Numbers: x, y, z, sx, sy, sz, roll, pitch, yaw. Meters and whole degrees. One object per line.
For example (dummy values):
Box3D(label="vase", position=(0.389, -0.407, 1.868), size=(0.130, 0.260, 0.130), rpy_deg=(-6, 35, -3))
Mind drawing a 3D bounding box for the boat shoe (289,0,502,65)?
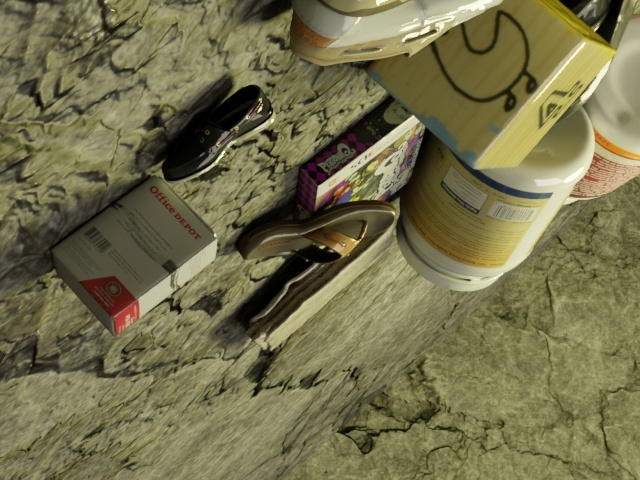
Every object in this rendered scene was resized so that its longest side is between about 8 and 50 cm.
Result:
Box3D(label="boat shoe", position=(0.084, -0.250, 1.235), size=(0.302, 0.113, 0.103), rpy_deg=(-16, 150, -41))

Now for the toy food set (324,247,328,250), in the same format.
Box3D(label="toy food set", position=(0.024, -0.016, 1.820), size=(0.083, 0.020, 0.082), rpy_deg=(-32, 160, -41))

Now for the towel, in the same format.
Box3D(label="towel", position=(0.001, 0.064, 1.870), size=(0.282, 0.049, 0.187), rpy_deg=(-40, 172, -5))

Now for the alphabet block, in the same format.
Box3D(label="alphabet block", position=(0.209, -0.218, 1.469), size=(0.197, 0.192, 0.193), rpy_deg=(-52, 165, 19))

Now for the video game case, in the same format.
Box3D(label="video game case", position=(0.054, -0.090, 1.665), size=(0.210, 0.042, 0.232), rpy_deg=(-37, 163, -20))

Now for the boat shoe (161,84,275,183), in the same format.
Box3D(label="boat shoe", position=(-0.108, -0.107, 1.216), size=(0.133, 0.049, 0.042), rpy_deg=(-37, 136, -6))

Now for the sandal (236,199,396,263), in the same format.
Box3D(label="sandal", position=(0.000, 0.000, 1.595), size=(0.219, 0.060, 0.090), rpy_deg=(-12, 156, -23))

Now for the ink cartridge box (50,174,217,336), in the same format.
Box3D(label="ink cartridge box", position=(-0.185, 0.014, 1.215), size=(0.135, 0.099, 0.056), rpy_deg=(-38, 163, -22))

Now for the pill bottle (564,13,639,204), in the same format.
Box3D(label="pill bottle", position=(0.449, -0.195, 1.976), size=(0.224, 0.224, 0.392), rpy_deg=(-40, 178, -18))

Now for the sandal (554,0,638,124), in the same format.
Box3D(label="sandal", position=(0.350, -0.353, 1.605), size=(0.107, 0.167, 0.445), rpy_deg=(10, 118, -42))

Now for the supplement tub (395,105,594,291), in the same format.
Box3D(label="supplement tub", position=(0.252, -0.086, 1.840), size=(0.228, 0.228, 0.316), rpy_deg=(-34, 161, -35))
